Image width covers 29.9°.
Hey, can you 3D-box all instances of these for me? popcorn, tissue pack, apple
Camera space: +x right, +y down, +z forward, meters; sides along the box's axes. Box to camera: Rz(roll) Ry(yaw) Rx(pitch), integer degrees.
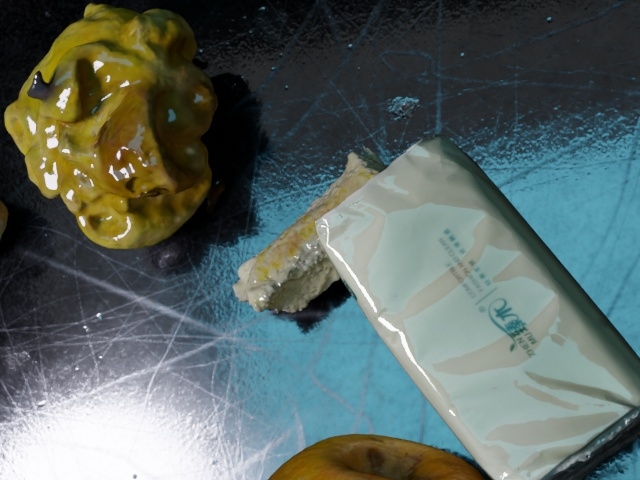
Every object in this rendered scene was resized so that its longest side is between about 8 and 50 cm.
[{"bbox_3d":[-0.271,-0.170,1.578,0.316,0.281,0.297,47,111,32],"label":"popcorn"},{"bbox_3d":[0.194,0.099,1.355,0.207,0.297,0.380,-38,69,3],"label":"tissue pack"},{"bbox_3d":[0.054,0.369,1.346,0.299,0.299,0.275,6,95,18],"label":"apple"}]

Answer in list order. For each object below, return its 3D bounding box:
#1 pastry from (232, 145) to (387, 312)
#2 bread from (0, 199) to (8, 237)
[{"bbox_3d":[0.003,0.001,1.529,0.258,0.089,0.121,-46,26,1],"label":"pastry"},{"bbox_3d":[-0.557,-0.049,1.692,0.236,0.140,0.106,15,86,19],"label":"bread"}]
